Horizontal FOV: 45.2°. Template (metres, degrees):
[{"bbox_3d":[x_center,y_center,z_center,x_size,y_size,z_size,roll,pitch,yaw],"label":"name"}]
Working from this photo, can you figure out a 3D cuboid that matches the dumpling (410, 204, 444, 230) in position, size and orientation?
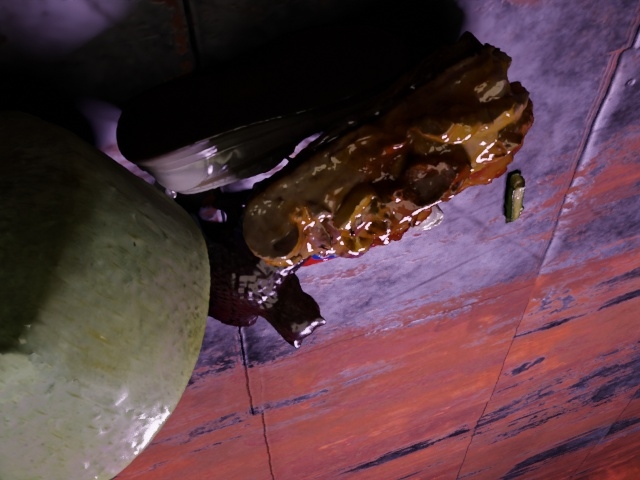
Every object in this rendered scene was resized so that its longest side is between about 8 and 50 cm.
[{"bbox_3d":[0.111,-0.037,0.951,0.076,0.052,0.057,5,127,-51],"label":"dumpling"}]

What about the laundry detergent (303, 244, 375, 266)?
[{"bbox_3d":[0.000,0.000,0.944,0.165,0.049,0.097,-18,150,-4],"label":"laundry detergent"}]

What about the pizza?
[{"bbox_3d":[0.089,-0.076,0.733,0.277,0.114,0.408,-37,173,38],"label":"pizza"}]

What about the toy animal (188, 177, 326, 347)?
[{"bbox_3d":[-0.082,0.044,0.839,0.218,0.179,0.116,-46,166,29],"label":"toy animal"}]

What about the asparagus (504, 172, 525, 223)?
[{"bbox_3d":[0.265,-0.053,1.051,0.025,0.021,0.108,-21,146,-6],"label":"asparagus"}]

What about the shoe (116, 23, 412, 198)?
[{"bbox_3d":[-0.045,-0.116,0.711,0.274,0.103,0.098,-18,146,2],"label":"shoe"}]

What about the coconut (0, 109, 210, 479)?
[{"bbox_3d":[-0.240,0.055,0.648,0.281,0.328,0.328,-44,144,3],"label":"coconut"}]
